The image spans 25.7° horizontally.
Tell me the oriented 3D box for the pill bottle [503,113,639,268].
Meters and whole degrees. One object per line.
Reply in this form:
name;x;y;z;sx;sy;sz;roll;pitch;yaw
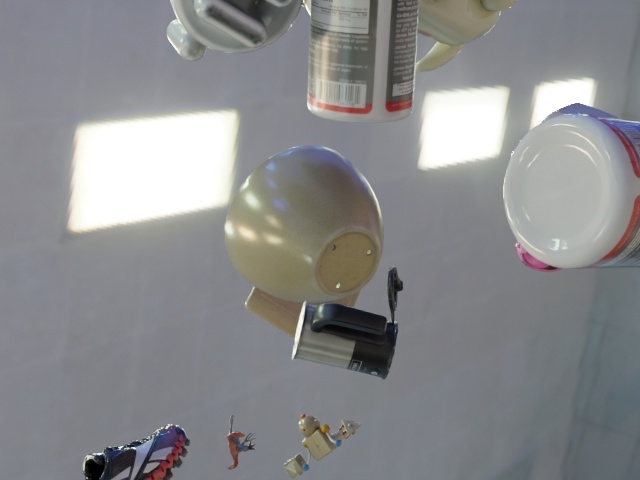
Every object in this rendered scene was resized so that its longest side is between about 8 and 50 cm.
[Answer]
pill bottle;0.446;-0.065;1.993;0.363;0.210;0.210;1;-76;-44

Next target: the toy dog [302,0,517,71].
toy dog;0.146;-0.474;2.483;0.408;0.284;0.395;-16;-34;-38

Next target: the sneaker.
sneaker;-0.331;0.392;2.432;0.097;0.135;0.276;-44;4;42

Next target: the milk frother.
milk frother;0.042;0.103;1.956;0.143;0.134;0.129;-82;7;-47

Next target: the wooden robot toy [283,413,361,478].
wooden robot toy;-0.007;0.324;2.353;0.173;0.079;0.076;-42;-6;38

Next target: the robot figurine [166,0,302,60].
robot figurine;-0.141;-0.411;2.144;0.200;0.353;0.300;32;-74;-25

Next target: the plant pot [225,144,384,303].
plant pot;0.000;0.000;2.455;0.284;0.191;0.284;-14;-59;-25

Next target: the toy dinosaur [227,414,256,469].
toy dinosaur;-0.131;0.327;2.241;0.082;0.047;0.090;25;-100;-69

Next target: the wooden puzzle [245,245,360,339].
wooden puzzle;-0.022;0.082;2.827;0.221;0.044;0.239;33;-110;-22

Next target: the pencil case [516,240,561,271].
pencil case;0.374;-0.011;2.381;0.209;0.098;0.095;-66;-9;-75

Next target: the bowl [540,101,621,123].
bowl;0.464;-0.197;2.460;0.142;0.142;0.053;-24;-47;-51

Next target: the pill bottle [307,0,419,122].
pill bottle;0.065;-0.326;2.075;0.161;0.161;0.283;-24;-58;-56
